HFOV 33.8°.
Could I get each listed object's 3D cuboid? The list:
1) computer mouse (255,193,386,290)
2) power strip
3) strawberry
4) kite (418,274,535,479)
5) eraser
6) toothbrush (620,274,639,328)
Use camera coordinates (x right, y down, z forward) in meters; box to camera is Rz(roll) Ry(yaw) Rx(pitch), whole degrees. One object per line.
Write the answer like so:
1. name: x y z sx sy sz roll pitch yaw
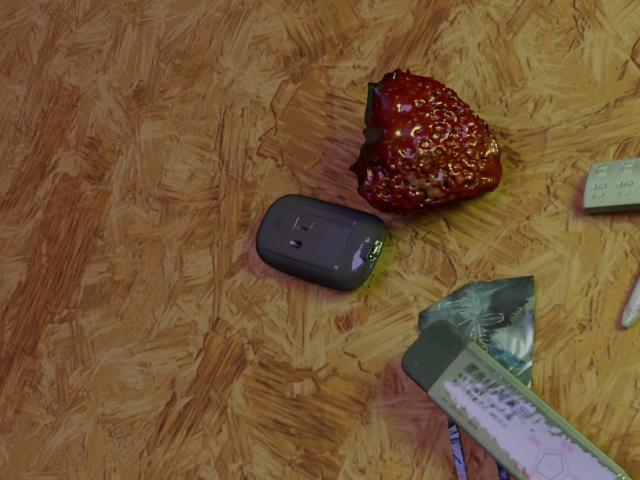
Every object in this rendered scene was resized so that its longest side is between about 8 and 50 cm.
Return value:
1. computer mouse: 0.000 0.000 1.490 0.232 0.057 0.120 15 79 44
2. power strip: 0.402 -0.067 1.199 0.252 0.027 0.060 -5 65 48
3. strawberry: 0.141 -0.118 1.374 0.201 0.184 0.187 15 72 11
4. kite: 0.193 0.193 1.282 0.169 0.015 0.310 -16 60 33
5. eraser: 0.231 0.221 1.185 0.089 0.061 0.352 -49 54 2
6. toothbrush: 0.422 -0.034 1.205 0.025 0.029 0.307 28 90 46
